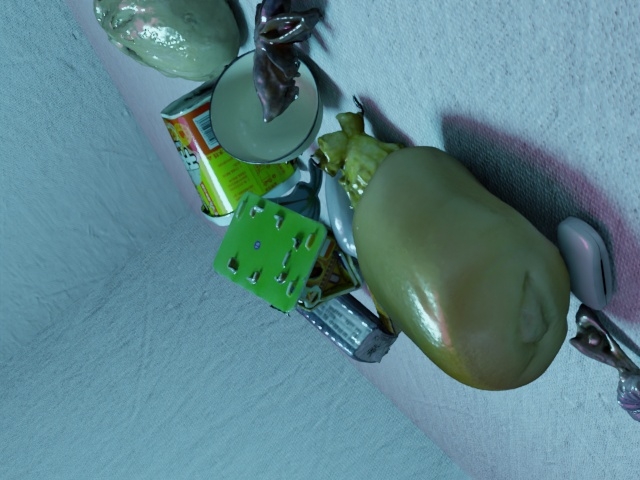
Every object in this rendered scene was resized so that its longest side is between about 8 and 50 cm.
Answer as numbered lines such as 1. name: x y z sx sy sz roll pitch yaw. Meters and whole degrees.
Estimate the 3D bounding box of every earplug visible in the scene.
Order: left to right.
1. earplug: 0.109 -0.039 1.856 0.325 0.175 0.214 52 175 35

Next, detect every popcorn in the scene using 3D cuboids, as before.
1. popcorn: 0.083 -0.146 1.663 0.195 0.173 0.168 39 -171 3

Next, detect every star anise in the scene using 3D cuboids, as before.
1. star anise: -0.069 -0.344 1.590 0.258 0.110 0.198 103 157 -43

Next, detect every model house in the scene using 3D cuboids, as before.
1. model house: 0.000 0.000 2.026 0.300 0.340 0.323 25 -179 44

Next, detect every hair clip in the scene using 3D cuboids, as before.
1. hair clip: 0.518 0.230 1.436 0.300 0.069 0.173 45 167 16

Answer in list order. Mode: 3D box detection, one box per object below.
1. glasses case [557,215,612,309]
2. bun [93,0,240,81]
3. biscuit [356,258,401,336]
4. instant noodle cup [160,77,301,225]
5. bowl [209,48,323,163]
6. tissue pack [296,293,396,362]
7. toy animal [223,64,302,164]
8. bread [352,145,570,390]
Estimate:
1. glasses case: 0.397 0.037 1.319 0.074 0.049 0.193 43 168 41
2. bun: -0.327 -0.473 1.877 0.326 0.234 0.362 33 167 36
3. biscuit: 0.172 0.119 2.239 0.054 0.094 0.379 34 162 31
4. instant noodle cup: -0.241 -0.241 2.250 0.308 0.294 0.294 63 163 -22
5. bowl: -0.095 -0.256 1.773 0.238 0.238 0.126 44 -173 20
6. tissue pack: 0.015 0.175 2.457 0.394 0.124 0.288 40 -175 21
7. toy animal: -0.137 -0.276 1.946 0.087 0.243 0.260 6 114 33
8. bread: 0.216 0.050 1.405 0.376 0.253 0.348 48 172 43
